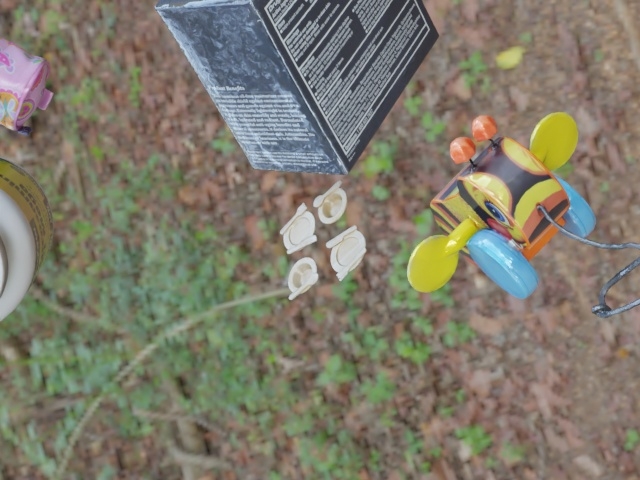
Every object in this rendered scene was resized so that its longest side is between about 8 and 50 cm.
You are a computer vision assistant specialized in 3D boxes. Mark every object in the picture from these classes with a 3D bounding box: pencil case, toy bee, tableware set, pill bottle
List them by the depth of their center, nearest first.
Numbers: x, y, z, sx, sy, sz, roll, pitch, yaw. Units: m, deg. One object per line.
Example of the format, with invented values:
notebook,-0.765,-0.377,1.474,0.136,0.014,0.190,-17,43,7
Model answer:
toy bee,0.166,-0.043,1.076,0.162,0.195,0.298,49,150,-15
pill bottle,-0.419,0.005,1.471,0.334,0.188,0.187,-123,25,-78
tableware set,0.000,0.000,1.801,0.141,0.020,0.168,-37,46,27
pencil case,-0.529,-0.263,1.821,0.124,0.284,0.124,-155,90,-87

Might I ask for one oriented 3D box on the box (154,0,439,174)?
box,-0.022,-0.296,1.700,0.183,0.296,0.294,6,140,38
